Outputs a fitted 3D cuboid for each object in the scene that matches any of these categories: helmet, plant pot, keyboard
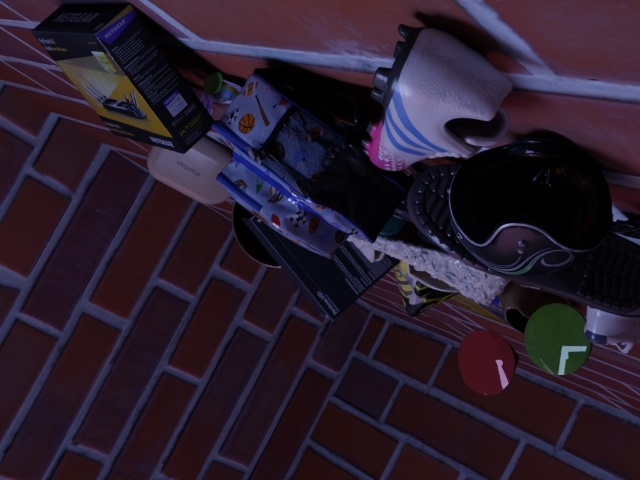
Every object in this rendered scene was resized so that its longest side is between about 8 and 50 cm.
[{"bbox_3d":[0.239,-0.035,1.196,0.169,0.169,0.161,31,156,-25],"label":"helmet"},{"bbox_3d":[-0.058,-0.050,2.254,0.215,0.215,0.230,26,-173,13],"label":"plant pot"},{"bbox_3d":[0.431,-0.011,1.227,0.100,0.038,0.192,3,-172,-36],"label":"keyboard"}]

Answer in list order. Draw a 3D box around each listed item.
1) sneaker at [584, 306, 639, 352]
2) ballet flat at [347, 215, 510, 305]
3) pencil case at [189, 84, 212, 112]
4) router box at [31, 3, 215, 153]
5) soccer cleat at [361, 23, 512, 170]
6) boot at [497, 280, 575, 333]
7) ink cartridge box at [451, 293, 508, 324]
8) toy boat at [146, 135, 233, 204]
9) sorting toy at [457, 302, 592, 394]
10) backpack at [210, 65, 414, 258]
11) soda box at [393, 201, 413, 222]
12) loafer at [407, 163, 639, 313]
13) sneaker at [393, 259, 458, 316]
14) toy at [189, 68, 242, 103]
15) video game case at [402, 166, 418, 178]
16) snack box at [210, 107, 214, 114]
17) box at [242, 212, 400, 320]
[{"bbox_3d":[0.485,0.129,1.616,0.258,0.091,0.094,11,-168,-47],"label":"sneaker"},{"bbox_3d":[0.155,0.007,1.852,0.409,0.147,0.147,25,173,12],"label":"ballet flat"},{"bbox_3d":[-0.304,-0.271,1.915,0.206,0.088,0.086,24,180,25],"label":"pencil case"},{"bbox_3d":[-0.335,-0.276,1.708,0.309,0.081,0.243,18,149,55],"label":"router box"},{"bbox_3d":[0.129,-0.127,1.121,0.143,0.116,0.331,27,173,6],"label":"soccer cleat"},{"bbox_3d":[0.417,0.145,1.983,0.112,0.115,0.305,-19,149,28],"label":"boot"},{"bbox_3d":[0.353,0.112,2.335,0.307,0.072,0.303,30,175,-38],"label":"ink cartridge box"},{"bbox_3d":[-0.290,-0.190,2.422,0.231,0.151,0.151,29,-156,-7],"label":"toy boat"},{"bbox_3d":[0.433,0.184,1.852,0.365,0.127,0.126,-24,164,34],"label":"sorting toy"},{"bbox_3d":[-0.027,-0.114,1.467,0.263,0.213,0.276,47,-177,28],"label":"backpack"},{"bbox_3d":[0.183,-0.056,1.719,0.169,0.060,0.053,22,169,46],"label":"soda box"},{"bbox_3d":[0.290,0.011,1.468,0.366,0.134,0.130,27,173,3],"label":"loafer"},{"bbox_3d":[0.223,0.055,2.163,0.147,0.145,0.385,60,172,17],"label":"sneaker"},{"bbox_3d":[-0.117,-0.211,1.755,0.137,0.056,0.237,24,173,42],"label":"toy"},{"bbox_3d":[0.159,-0.080,1.613,0.122,0.011,0.087,50,174,11],"label":"video game case"},{"bbox_3d":[-0.270,-0.271,2.073,0.064,0.022,0.178,29,173,-20],"label":"snack box"},{"bbox_3d":[0.000,0.000,2.013,0.261,0.184,0.103,52,168,-11],"label":"box"}]
